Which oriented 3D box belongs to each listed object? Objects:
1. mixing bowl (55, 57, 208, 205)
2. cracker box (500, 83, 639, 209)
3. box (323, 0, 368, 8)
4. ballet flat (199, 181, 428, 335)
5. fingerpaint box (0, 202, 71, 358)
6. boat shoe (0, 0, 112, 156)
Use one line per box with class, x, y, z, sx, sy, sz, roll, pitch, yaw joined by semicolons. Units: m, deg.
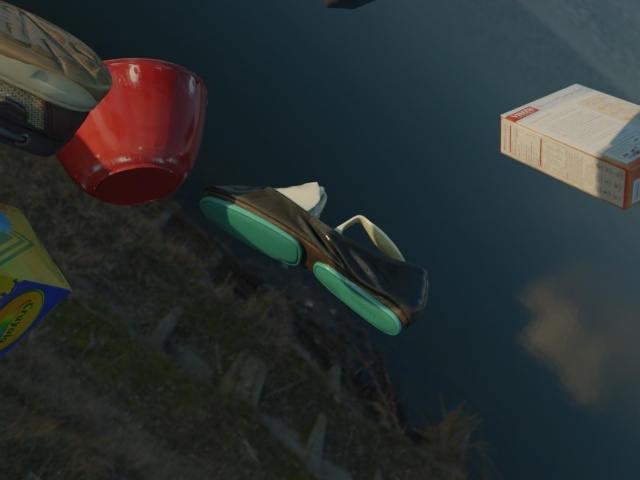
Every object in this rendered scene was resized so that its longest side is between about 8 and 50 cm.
mixing bowl;-0.199;-0.099;0.892;0.181;0.181;0.098;9;59;-45
cracker box;0.385;-0.137;1.180;0.156;0.067;0.232;-24;36;-23
box;0.108;-0.525;1.123;0.179;0.312;0.343;-43;115;-70
ballet flat;0.000;0.000;0.968;0.280;0.095;0.096;33;66;3
fingerpaint box;-0.586;0.125;1.001;0.163;0.445;0.371;51;8;21
boat shoe;-0.277;-0.128;0.536;0.285;0.092;0.103;19;24;-35
